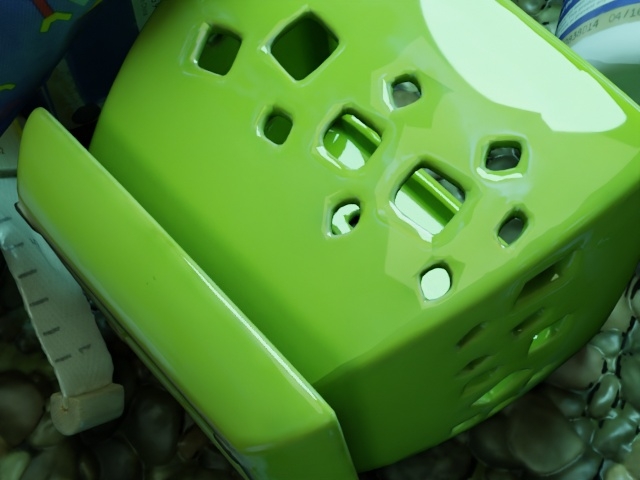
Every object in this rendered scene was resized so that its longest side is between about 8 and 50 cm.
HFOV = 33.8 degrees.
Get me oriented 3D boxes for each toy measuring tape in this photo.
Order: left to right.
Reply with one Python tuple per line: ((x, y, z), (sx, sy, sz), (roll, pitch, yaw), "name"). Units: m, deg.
((-0.222, -0.024, 0.608), (0.121, 0.121, 0.330), (-26, 77, -12), "toy measuring tape")

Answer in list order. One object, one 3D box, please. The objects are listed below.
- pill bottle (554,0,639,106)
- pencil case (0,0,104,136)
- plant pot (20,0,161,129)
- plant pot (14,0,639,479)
((0.229, -0.164, 0.634), (0.153, 0.153, 0.264), (14, 62, 9), "pill bottle")
((-0.141, -0.122, 0.444), (0.306, 0.133, 0.119), (-46, 46, 22), "pencil case")
((-0.128, -0.216, 0.633), (0.236, 0.236, 0.212), (-23, 68, -11), "plant pot")
((0.000, 0.000, 0.515), (0.207, 0.227, 0.228), (-40, 68, -12), "plant pot")
